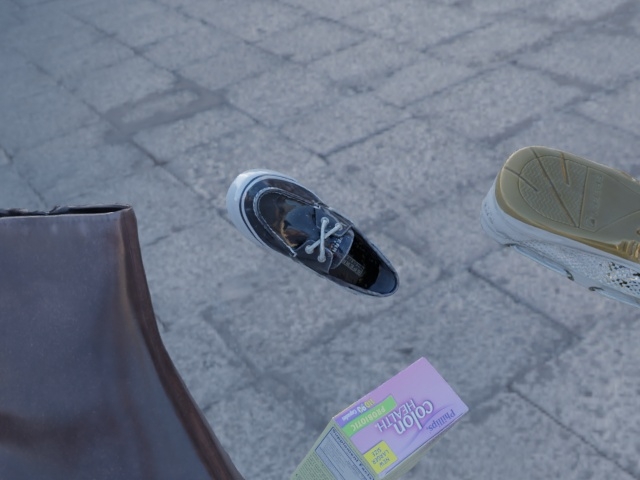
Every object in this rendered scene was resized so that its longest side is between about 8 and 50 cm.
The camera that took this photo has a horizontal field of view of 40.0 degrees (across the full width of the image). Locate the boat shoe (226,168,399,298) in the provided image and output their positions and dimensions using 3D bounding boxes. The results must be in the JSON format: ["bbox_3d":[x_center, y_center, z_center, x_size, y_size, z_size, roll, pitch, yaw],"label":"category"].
[{"bbox_3d":[0.000,0.000,1.235,0.102,0.301,0.108,20,75,52],"label":"boat shoe"}]

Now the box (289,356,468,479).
[{"bbox_3d":[0.092,0.339,1.455,0.213,0.243,0.117,-27,68,-35],"label":"box"}]

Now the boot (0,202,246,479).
[{"bbox_3d":[-0.079,0.089,0.393,0.248,0.206,0.090,1,13,19],"label":"boot"}]

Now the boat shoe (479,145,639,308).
[{"bbox_3d":[0.263,0.009,0.717,0.277,0.096,0.098,23,65,1],"label":"boat shoe"}]
